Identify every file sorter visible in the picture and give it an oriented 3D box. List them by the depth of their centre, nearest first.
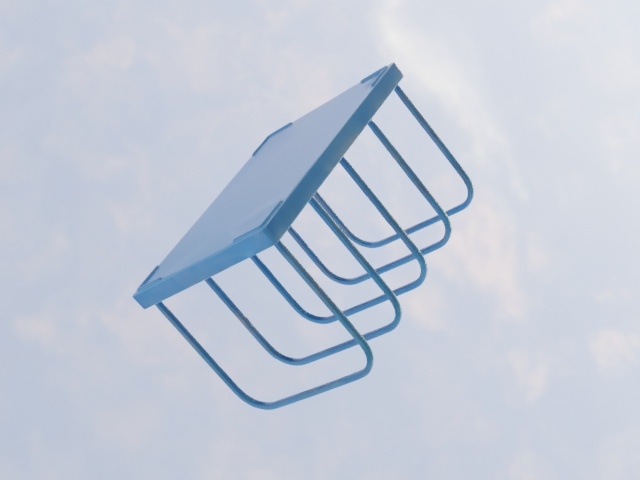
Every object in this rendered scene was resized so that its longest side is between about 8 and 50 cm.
[{"bbox_3d":[0.000,0.000,0.710,0.104,0.118,0.170,50,-135,-14],"label":"file sorter"}]
